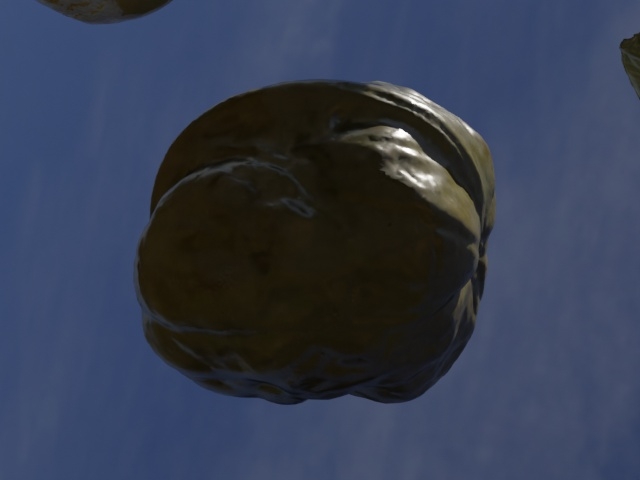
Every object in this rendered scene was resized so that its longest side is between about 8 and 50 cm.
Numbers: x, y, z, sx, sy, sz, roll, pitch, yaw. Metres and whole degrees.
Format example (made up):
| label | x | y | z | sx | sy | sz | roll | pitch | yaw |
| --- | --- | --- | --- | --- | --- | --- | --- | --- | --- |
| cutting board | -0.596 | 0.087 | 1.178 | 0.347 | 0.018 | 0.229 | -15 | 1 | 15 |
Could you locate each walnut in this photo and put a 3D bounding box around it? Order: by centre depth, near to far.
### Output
| label | x | y | z | sx | sy | sz | roll | pitch | yaw |
| --- | --- | --- | --- | --- | --- | --- | --- | --- | --- |
| walnut | 0.000 | 0.002 | 1.340 | 0.253 | 0.277 | 0.282 | 73 | 17 | -53 |

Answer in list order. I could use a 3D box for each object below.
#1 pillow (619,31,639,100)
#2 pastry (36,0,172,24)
| label | x | y | z | sx | sy | sz | roll | pitch | yaw |
| --- | --- | --- | --- | --- | --- | --- | --- | --- | --- |
| pillow | 0.384 | -0.163 | 1.487 | 0.229 | 0.128 | 0.051 | -15 | -131 | 20 |
| pastry | -0.169 | -0.232 | 1.275 | 0.092 | 0.156 | 0.156 | -35 | -127 | 46 |
